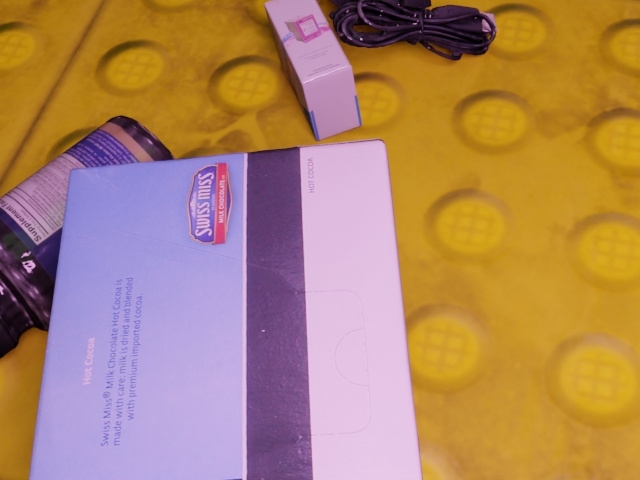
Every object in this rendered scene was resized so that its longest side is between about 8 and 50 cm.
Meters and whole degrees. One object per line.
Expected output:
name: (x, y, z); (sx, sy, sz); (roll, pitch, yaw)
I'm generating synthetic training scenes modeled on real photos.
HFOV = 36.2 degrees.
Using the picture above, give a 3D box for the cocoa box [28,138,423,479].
cocoa box: (-0.050, 0.139, 0.663); (0.227, 0.231, 0.347); (-5, 55, 3)

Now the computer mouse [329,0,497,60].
computer mouse: (0.059, -0.295, 1.022); (0.188, 0.072, 0.272); (-4, 45, -30)

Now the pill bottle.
pill bottle: (-0.222, 0.000, 0.844); (0.219, 0.123, 0.123); (-41, 61, -20)

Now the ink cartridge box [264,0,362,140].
ink cartridge box: (-0.007, -0.174, 0.963); (0.052, 0.088, 0.122); (-20, 55, -3)
